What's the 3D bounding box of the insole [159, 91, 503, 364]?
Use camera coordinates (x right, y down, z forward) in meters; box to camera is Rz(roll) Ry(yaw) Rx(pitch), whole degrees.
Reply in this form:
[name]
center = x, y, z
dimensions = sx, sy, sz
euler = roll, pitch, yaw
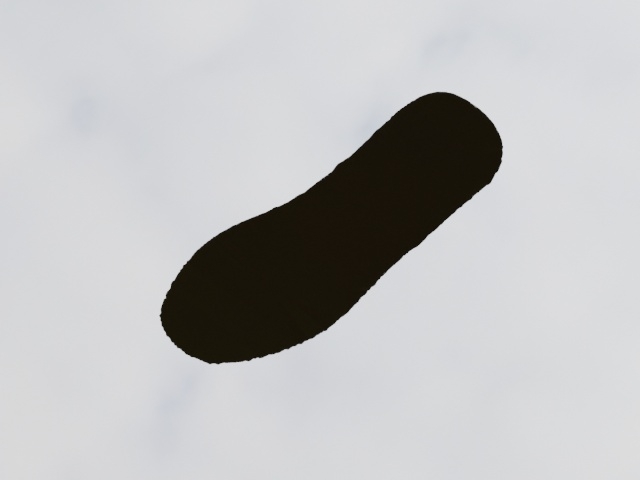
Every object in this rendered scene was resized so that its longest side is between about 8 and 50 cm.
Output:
[insole]
center = 0.000, 0.000, 0.463
dimensions = 0.053, 0.002, 0.153
euler = 45, -60, -9
